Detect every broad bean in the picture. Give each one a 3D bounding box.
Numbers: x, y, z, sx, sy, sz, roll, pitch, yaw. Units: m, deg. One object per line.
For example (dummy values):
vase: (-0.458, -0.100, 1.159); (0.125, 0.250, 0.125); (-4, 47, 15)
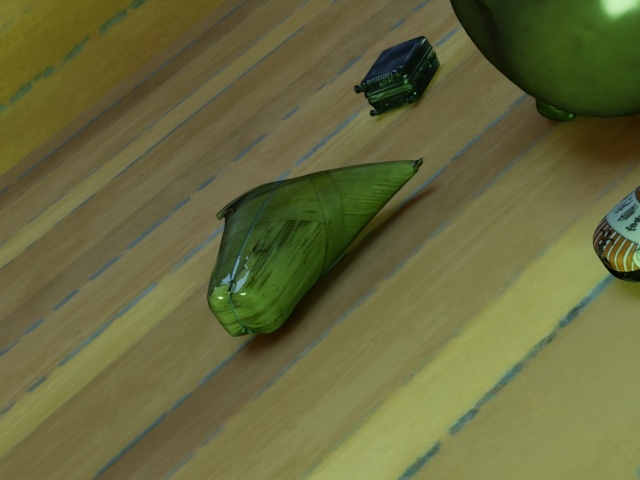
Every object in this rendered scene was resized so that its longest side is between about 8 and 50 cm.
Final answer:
broad bean: (0.276, -0.200, 1.784); (0.256, 0.052, 0.053); (-84, 14, -61)

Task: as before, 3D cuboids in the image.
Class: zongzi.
zongzi: (0.000, 0.000, 1.691); (0.256, 0.115, 0.228); (-16, 29, 13)

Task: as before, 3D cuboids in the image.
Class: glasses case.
glasses case: (0.361, -0.053, 1.319); (0.266, 0.067, 0.103); (-33, 20, -1)

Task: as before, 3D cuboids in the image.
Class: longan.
longan: (0.296, -0.295, 1.581); (0.361, 0.361, 0.361); (-28, 22, 12)

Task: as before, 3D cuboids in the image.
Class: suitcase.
suitcase: (0.109, -0.229, 2.071); (0.086, 0.059, 0.126); (-16, 27, 34)
